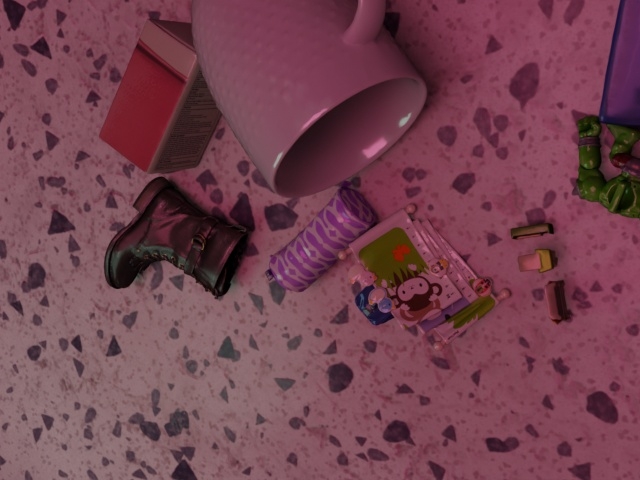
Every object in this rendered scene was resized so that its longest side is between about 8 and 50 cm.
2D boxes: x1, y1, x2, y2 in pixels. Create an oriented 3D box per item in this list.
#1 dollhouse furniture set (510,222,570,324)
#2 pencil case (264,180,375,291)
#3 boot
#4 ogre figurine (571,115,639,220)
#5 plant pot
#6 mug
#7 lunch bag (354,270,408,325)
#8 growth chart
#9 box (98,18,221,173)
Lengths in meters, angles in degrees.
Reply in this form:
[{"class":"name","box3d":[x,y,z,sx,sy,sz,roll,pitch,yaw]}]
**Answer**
[{"class":"dollhouse furniture set","box3d":[0.327,0.052,1.318,0.058,0.076,0.152,-11,84,26]},{"class":"pencil case","box3d":[0.000,0.000,1.472,0.206,0.086,0.088,-42,56,25]},{"class":"boot","box3d":[-0.263,0.034,1.605,0.229,0.091,0.263,37,112,17]},{"class":"ogre figurine","box3d":[0.434,-0.091,1.224,0.197,0.097,0.118,25,99,9]},{"class":"plant pot","box3d":[0.481,-0.248,1.097,0.212,0.236,0.236,12,104,19]},{"class":"mug","box3d":[-0.025,-0.301,1.294,0.328,0.276,0.374,56,144,17]},{"class":"lunch bag","box3d":[0.109,0.089,1.439,0.067,0.065,0.098,47,117,12]},{"class":"growth chart","box3d":[0.157,0.059,1.392,0.172,0.021,0.237,-42,77,-8]},{"class":"box","box3d":[-0.255,-0.247,1.514,0.127,0.148,0.232,36,113,18]}]
